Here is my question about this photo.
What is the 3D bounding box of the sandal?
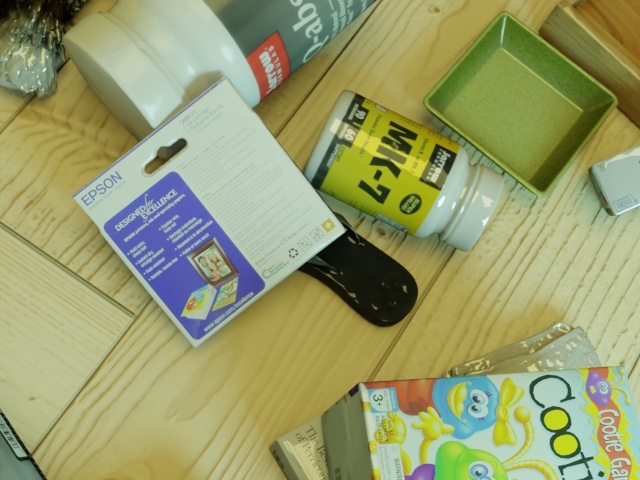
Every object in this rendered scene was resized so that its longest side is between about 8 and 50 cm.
[{"bbox_3d":[0.001,0.000,1.167,0.254,0.054,0.097,30,66,0],"label":"sandal"}]

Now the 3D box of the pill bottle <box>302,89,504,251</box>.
[{"bbox_3d":[0.094,-0.076,1.181,0.208,0.119,0.119,25,66,-1],"label":"pill bottle"}]

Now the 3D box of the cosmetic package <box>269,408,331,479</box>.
[{"bbox_3d":[0.050,0.288,1.062,0.099,0.060,0.239,-27,77,-21],"label":"cosmetic package"}]

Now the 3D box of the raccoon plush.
[{"bbox_3d":[-0.244,-0.406,1.139,0.216,0.299,0.446,5,68,-10],"label":"raccoon plush"}]

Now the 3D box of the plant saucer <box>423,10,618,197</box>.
[{"bbox_3d":[0.244,-0.163,1.287,0.188,0.045,0.188,39,66,5],"label":"plant saucer"}]

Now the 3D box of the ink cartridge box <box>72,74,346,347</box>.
[{"bbox_3d":[-0.115,-0.030,1.094,0.206,0.045,0.208,-38,101,-1],"label":"ink cartridge box"}]

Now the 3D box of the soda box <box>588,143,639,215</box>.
[{"bbox_3d":[0.434,-0.100,1.236,0.216,0.074,0.069,-23,86,9],"label":"soda box"}]

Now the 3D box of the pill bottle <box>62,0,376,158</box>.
[{"bbox_3d":[-0.092,-0.271,1.157,0.363,0.210,0.210,-43,83,-12],"label":"pill bottle"}]

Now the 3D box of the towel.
[{"bbox_3d":[0.264,0.240,1.134,0.187,0.049,0.282,-20,75,-18],"label":"towel"}]

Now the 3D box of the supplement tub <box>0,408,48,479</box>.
[{"bbox_3d":[-0.386,0.194,0.926,0.207,0.207,0.338,-33,79,-21],"label":"supplement tub"}]

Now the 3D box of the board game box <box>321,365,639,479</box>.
[{"bbox_3d":[0.158,0.213,1.008,0.275,0.142,0.144,-2,68,-17],"label":"board game box"}]

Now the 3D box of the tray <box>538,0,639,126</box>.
[{"bbox_3d":[0.502,-0.201,1.344,0.411,0.076,0.203,46,67,6],"label":"tray"}]
